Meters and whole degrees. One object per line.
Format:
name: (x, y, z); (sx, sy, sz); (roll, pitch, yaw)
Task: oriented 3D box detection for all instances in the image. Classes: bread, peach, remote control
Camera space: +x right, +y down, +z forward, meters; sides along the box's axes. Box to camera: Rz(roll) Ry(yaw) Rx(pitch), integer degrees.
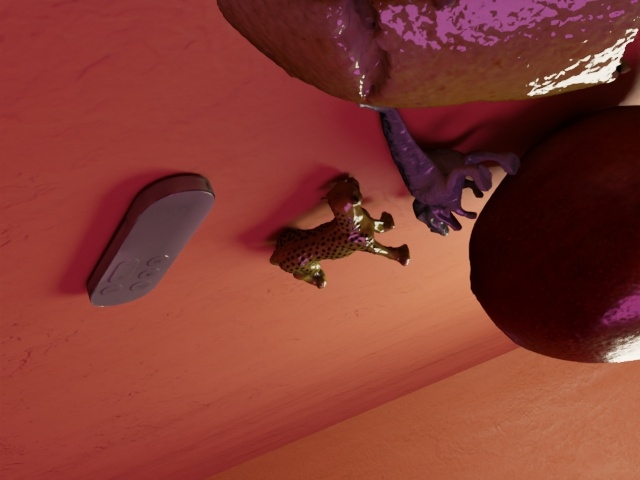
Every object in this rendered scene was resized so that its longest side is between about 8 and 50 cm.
bread: (0.061, -0.163, 0.437); (0.257, 0.186, 0.124); (-13, 164, 0)
peach: (0.325, -0.001, 0.973); (0.332, 0.307, 0.308); (-25, 160, 0)
remote control: (-0.175, 0.007, 0.860); (0.077, 0.022, 0.245); (-9, 157, -35)

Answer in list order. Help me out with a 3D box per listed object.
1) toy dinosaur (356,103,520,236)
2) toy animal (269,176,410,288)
toy dinosaur: (0.136, -0.081, 0.870); (0.129, 0.076, 0.383); (-3, 158, 13)
toy animal: (0.000, 0.000, 0.979); (0.181, 0.073, 0.136); (-19, 156, 31)
